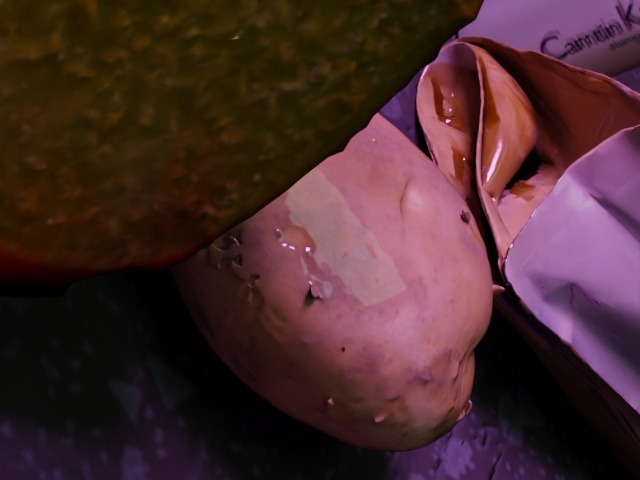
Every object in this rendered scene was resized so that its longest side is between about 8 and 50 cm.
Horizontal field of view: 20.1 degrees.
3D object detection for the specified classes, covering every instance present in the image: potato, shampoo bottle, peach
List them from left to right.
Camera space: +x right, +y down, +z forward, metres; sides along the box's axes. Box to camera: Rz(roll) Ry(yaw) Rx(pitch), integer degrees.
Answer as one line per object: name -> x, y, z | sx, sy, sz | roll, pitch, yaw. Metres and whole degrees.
peach -> -0.099, -0.186, 0.661 | 0.335, 0.406, 0.310 | -5, 48, -44
potato -> 0.001, -0.002, 0.877 | 0.234, 0.128, 0.161 | 60, 31, -2
shampoo bottle -> 0.214, -0.160, 1.130 | 0.085, 0.262, 0.085 | 31, 49, -43

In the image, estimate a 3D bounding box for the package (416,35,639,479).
package -> 0.187, 0.039, 1.118 | 0.311, 0.221, 0.165 | 41, 82, -36
